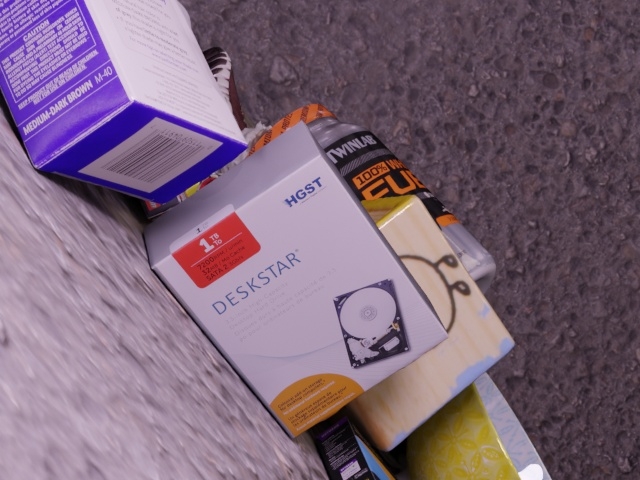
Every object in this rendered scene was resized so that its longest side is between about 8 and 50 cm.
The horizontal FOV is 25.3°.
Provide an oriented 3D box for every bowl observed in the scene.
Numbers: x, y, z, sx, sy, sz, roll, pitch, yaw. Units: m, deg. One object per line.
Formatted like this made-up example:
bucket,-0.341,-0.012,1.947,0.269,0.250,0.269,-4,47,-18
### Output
bowl,0.179,0.296,1.692,0.289,0.156,0.289,57,10,-16

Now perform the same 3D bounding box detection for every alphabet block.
alphabet block,0.057,0.084,1.533,0.197,0.192,0.193,54,-16,-10

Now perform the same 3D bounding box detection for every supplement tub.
supplement tub,0.052,-0.013,1.792,0.316,0.193,0.193,46,1,16

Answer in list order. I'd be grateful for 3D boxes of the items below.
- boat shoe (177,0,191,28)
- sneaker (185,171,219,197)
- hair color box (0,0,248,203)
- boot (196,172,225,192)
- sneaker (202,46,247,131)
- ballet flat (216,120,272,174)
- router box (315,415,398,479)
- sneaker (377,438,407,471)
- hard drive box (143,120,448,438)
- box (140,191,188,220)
boat shoe,-0.285,-0.319,1.735,0.102,0.108,0.301,16,-12,42
sneaker,-0.131,-0.056,1.694,0.059,0.053,0.144,55,2,27
hair color box,-0.207,-0.207,1.180,0.185,0.110,0.338,18,44,-63
boot,-0.070,0.016,1.649,0.178,0.085,0.236,-25,109,-62
sneaker,-0.153,-0.173,2.170,0.162,0.106,0.281,59,12,-31
ballet flat,-0.004,-0.042,2.052,0.409,0.147,0.147,35,16,-37
router box,0.071,0.277,1.425,0.179,0.046,0.133,53,4,-29
sneaker,0.136,0.272,1.872,0.330,0.122,0.146,46,18,-31
hard drive box,-0.022,0.039,1.308,0.232,0.181,0.089,53,6,-27
box,-0.184,-0.117,1.368,0.114,0.036,0.207,86,-20,-88
